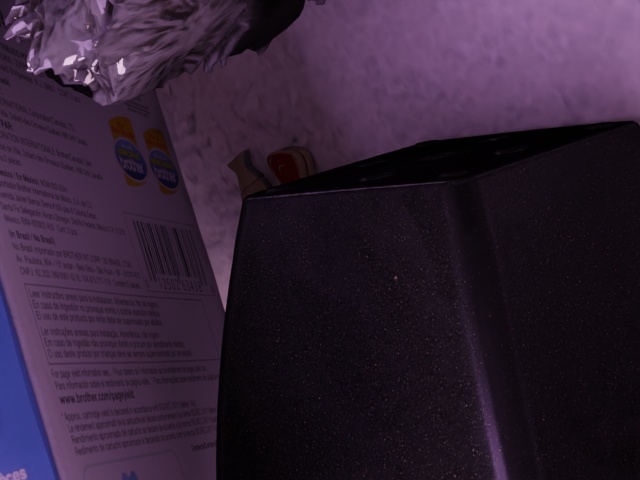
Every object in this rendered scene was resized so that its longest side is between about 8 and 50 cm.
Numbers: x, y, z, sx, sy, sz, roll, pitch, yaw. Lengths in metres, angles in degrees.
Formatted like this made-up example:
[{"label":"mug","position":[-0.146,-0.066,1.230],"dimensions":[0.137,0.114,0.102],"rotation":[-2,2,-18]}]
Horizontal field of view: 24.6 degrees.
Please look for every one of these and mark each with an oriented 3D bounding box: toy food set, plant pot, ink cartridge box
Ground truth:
[{"label":"toy food set","position":[0.000,0.000,0.783],"dimensions":[0.078,0.019,0.122],"rotation":[-23,90,50]},{"label":"plant pot","position":[0.065,0.044,0.631],"dimensions":[0.188,0.187,0.167],"rotation":[-4,101,46]},{"label":"ink cartridge box","position":[-0.155,0.024,0.698],"dimensions":[0.151,0.270,0.395],"rotation":[-18,82,12]}]

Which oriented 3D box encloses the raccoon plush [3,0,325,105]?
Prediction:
[{"label":"raccoon plush","position":[-0.073,-0.257,0.501],"dimensions":[0.299,0.216,0.446],"rotation":[51,157,8]}]
